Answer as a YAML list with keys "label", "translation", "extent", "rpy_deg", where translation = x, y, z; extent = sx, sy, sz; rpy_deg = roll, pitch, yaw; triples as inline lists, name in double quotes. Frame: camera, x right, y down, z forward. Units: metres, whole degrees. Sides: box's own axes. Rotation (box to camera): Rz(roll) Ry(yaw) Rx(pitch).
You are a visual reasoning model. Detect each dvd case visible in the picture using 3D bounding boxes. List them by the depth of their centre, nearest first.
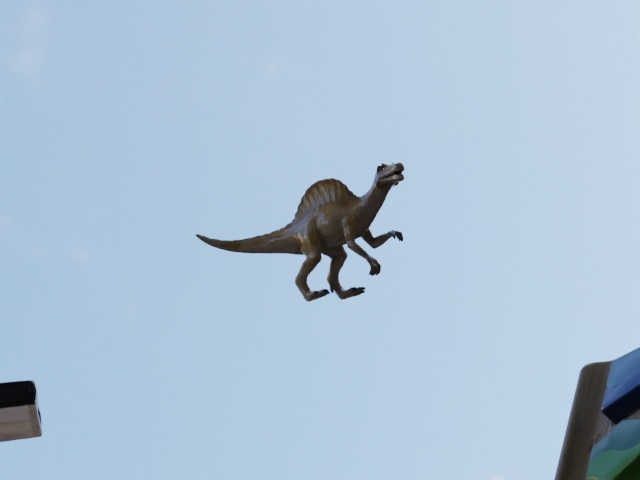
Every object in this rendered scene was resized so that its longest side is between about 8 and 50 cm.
- label: "dvd case"
  translation: [-0.315, 0.146, 1.516]
  extent: [0.180, 0.022, 0.253]
  rpy_deg: [-5, -11, -8]

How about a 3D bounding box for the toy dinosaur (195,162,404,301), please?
- label: "toy dinosaur"
  translation: [0.000, 0.000, 1.472]
  extent: [0.183, 0.092, 0.053]
  rpy_deg: [-23, -17, 22]

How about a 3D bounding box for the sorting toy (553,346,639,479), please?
- label: "sorting toy"
  translation: [0.270, 0.158, 1.466]
  extent: [0.229, 0.307, 0.041]
  rpy_deg: [-28, -64, 36]
